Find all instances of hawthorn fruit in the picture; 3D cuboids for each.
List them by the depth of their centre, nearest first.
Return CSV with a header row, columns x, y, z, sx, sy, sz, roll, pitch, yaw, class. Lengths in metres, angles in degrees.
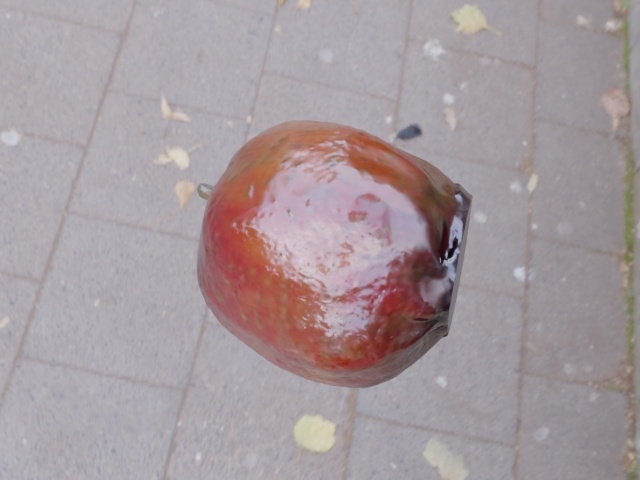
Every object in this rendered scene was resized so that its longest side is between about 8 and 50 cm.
x,y,z,sx,sy,sz,roll,pitch,yaw,class
0.000,0.000,0.766,0.249,0.215,0.215,32,60,24,hawthorn fruit
